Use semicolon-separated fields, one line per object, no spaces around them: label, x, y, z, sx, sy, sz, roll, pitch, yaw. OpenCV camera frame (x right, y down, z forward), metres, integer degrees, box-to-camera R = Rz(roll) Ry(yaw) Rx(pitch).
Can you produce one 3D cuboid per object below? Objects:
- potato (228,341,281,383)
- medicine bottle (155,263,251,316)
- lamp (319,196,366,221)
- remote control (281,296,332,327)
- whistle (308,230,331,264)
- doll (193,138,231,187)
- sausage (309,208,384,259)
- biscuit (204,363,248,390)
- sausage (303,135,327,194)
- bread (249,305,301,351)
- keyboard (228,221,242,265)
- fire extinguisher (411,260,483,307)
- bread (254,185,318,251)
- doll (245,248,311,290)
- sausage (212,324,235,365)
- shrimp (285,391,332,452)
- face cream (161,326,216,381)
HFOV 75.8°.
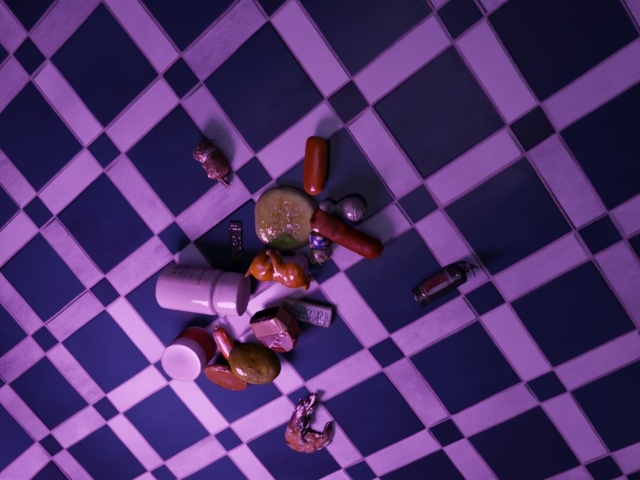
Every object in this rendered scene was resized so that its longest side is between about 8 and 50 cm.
potato;-0.308;0.574;1.924;0.254;0.186;0.148;27;151;5
medicine bottle;-0.519;0.223;1.848;0.372;0.211;0.210;6;106;8
lamp;0.093;-0.132;1.708;0.193;0.106;0.106;5;106;20
remote control;-0.063;0.329;1.889;0.234;0.038;0.097;12;108;5
whistle;0.000;0.000;1.754;0.105;0.085;0.227;-15;115;-32
doll;-0.449;-0.320;1.739;0.115;0.105;0.221;-26;98;14
sausage;0.105;-0.022;1.698;0.349;0.094;0.097;28;87;-16
biscuit;-0.457;0.665;2.006;0.226;0.042;0.225;10;135;10
sausage;-0.019;-0.303;1.679;0.098;0.098;0.238;6;104;8
bread;-0.202;0.409;1.865;0.225;0.142;0.211;-18;115;35
keyboard;-0.387;0.017;1.871;0.061;0.013;0.204;5;106;8
fire extinguisher;0.525;0.167;1.715;0.295;0.118;0.093;-35;132;17
bread;-0.150;-0.087;1.786;0.302;0.045;0.300;2;108;8
doll;-0.170;0.118;1.786;0.270;0.166;0.162;18;108;7
sausage;-0.453;0.511;1.989;0.071;0.071;0.234;-26;100;15
shrimp;-0.041;0.912;2.038;0.234;0.071;0.364;18;107;-5
face cream;-0.623;0.538;1.964;0.201;0.187;0.200;3;106;9
